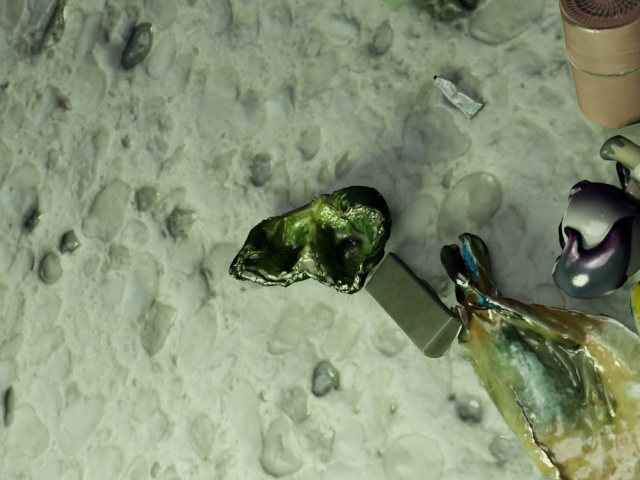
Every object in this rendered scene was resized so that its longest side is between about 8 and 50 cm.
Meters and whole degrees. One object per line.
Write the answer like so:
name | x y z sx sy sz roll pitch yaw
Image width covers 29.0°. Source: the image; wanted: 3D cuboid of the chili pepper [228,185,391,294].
chili pepper | 0.007 0.004 1.873 0.264 0.116 0.148 -19 31 30

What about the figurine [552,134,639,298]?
figurine | 0.396 -0.016 1.653 0.145 0.145 0.222 35 90 28

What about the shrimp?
shrimp | 0.316 0.161 1.687 0.221 0.110 0.446 -42 68 8

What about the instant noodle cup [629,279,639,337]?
instant noodle cup | 0.545 0.090 1.475 0.254 0.325 0.325 -37 66 27

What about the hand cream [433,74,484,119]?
hand cream | 0.205 -0.219 1.865 0.093 0.019 0.030 44 99 20

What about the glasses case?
glasses case | 0.133 0.092 1.780 0.072 0.042 0.190 -59 37 14

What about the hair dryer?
hair dryer | 0.438 -0.347 1.698 0.125 0.210 0.352 12 61 27

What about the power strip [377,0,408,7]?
power strip | 0.094 -0.519 1.782 0.161 0.357 0.357 -25 70 23
